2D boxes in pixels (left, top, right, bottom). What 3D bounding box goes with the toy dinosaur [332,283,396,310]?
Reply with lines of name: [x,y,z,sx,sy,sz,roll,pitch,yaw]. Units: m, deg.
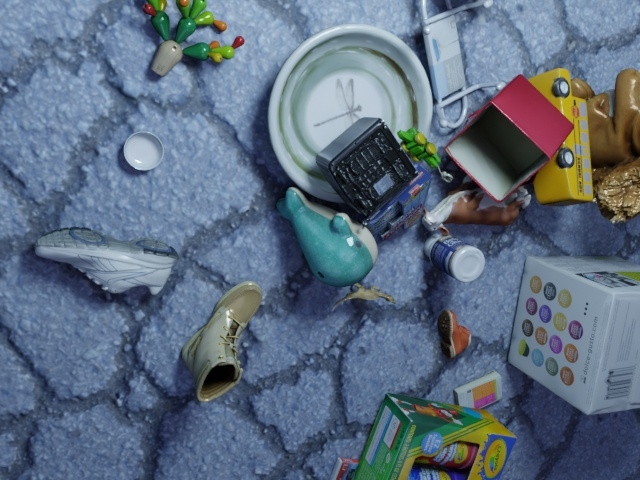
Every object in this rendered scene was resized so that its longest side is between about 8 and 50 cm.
toy dinosaur: [0.102,0.137,1.631,0.183,0.092,0.053,-2,107,-20]

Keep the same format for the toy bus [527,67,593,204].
toy bus: [0.611,-0.260,1.636,0.130,0.108,0.332,1,84,-33]

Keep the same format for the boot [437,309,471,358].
boot: [0.379,0.250,1.796,0.085,0.059,0.158,-22,121,-16]

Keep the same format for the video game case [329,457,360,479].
video game case: [0.144,0.741,1.876,0.285,0.025,0.204,15,101,-25]

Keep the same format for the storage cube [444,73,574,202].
storage cube: [0.450,-0.242,1.523,0.215,0.183,0.193,44,48,3]

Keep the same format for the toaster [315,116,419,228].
toaster: [0.098,-0.156,1.416,0.186,0.110,0.168,-42,115,-5]

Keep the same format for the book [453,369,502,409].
book: [0.472,0.459,1.908,0.144,0.035,0.096,-20,116,-14]

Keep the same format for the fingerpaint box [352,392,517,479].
fingerpaint box: [0.296,0.690,1.813,0.371,0.163,0.444,16,99,-24]

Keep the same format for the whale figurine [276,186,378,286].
whale figurine: [0.000,0.000,1.489,0.272,0.216,0.141,41,62,-6]

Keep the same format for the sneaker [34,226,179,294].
sneaker: [-0.463,0.052,1.387,0.297,0.111,0.129,12,108,-23]

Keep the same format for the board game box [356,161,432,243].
board game box: [0.185,-0.067,1.551,0.194,0.060,0.194,-43,157,-8]

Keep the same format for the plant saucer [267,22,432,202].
plant saucer: [0.061,-0.289,1.477,0.400,0.100,0.400,-6,108,-19]

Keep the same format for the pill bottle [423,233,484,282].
pill bottle: [0.337,0.038,1.646,0.094,0.169,0.094,-6,108,-20]

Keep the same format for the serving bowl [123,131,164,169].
serving bowl: [-0.381,-0.195,1.379,0.083,0.027,0.083,-6,108,-18]

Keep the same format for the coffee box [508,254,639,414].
coffee box: [0.782,0.244,1.788,0.338,0.334,0.337,0,106,-23]

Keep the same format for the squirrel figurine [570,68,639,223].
squirrel figurine: [0.833,-0.238,1.634,0.281,0.370,0.397,0,107,-21]

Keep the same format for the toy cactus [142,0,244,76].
toy cactus: [-0.282,-0.416,1.317,0.219,0.112,0.180,29,105,-34]

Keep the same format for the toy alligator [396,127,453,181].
toy alligator: [0.246,-0.209,1.493,0.190,0.056,0.051,36,51,-27]

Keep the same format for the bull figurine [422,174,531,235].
bull figurine: [0.404,-0.098,1.650,0.310,0.101,0.188,-3,145,-28]

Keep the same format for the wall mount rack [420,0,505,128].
wall mount rack: [0.301,-0.412,1.474,0.304,0.130,0.350,-33,118,-36]

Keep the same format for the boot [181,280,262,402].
boot: [-0.211,0.230,1.479,0.262,0.203,0.095,-47,117,0]
